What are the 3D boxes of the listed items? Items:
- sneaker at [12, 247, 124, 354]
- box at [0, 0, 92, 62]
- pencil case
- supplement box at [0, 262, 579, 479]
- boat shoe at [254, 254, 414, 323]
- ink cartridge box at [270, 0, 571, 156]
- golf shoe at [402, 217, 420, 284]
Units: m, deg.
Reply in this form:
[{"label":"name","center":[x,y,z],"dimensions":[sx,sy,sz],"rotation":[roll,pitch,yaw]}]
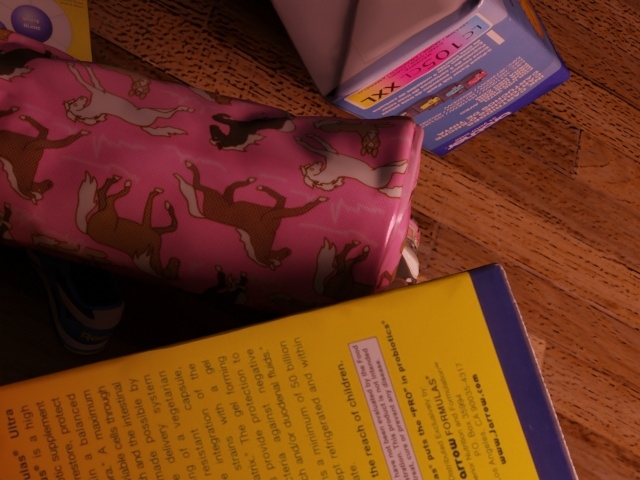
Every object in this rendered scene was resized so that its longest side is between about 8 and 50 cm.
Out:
[{"label":"sneaker","center":[-0.184,0.009,1.319],"dimensions":[0.053,0.059,0.144],"rotation":[-22,75,-37]},{"label":"box","center":[-0.232,-0.165,1.404],"dimensions":[0.105,0.043,0.179],"rotation":[8,57,-29]},{"label":"pencil case","center":[-0.128,-0.052,1.249],"dimensions":[0.386,0.167,0.160],"rotation":[13,86,-2]},{"label":"supplement box","center":[-0.041,0.169,1.153],"dimensions":[0.356,0.194,0.195],"rotation":[-13,75,-17]},{"label":"boat shoe","center":[0.025,0.106,1.361],"dimensions":[0.122,0.120,0.324],"rotation":[-21,79,-16]},{"label":"ink cartridge box","center":[0.062,-0.230,1.484],"dimensions":[0.270,0.151,0.395],"rotation":[63,12,13]},{"label":"golf shoe","center":[0.000,0.000,1.439],"dimensions":[0.186,0.067,0.086],"rotation":[20,56,-23]}]
